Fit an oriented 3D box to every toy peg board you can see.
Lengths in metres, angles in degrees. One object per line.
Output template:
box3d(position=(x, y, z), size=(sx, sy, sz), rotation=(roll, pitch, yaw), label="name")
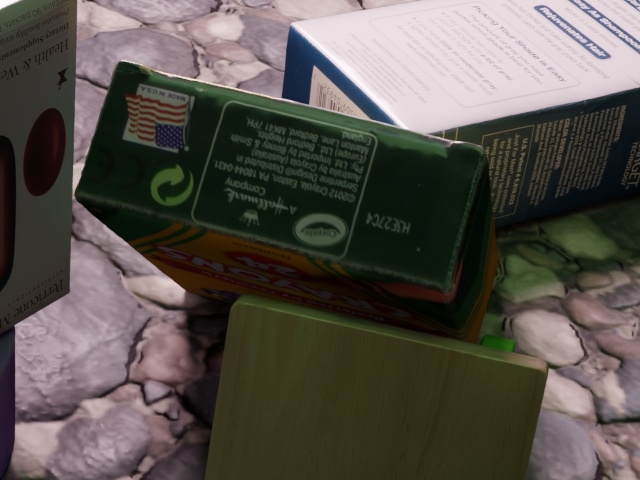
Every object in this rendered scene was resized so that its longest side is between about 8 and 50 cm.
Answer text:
box3d(position=(0.028, 0.111, 0.863), size=(0.160, 0.161, 0.079), rotation=(12, 18, 7), label="toy peg board")

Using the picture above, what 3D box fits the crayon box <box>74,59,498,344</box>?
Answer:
box3d(position=(0.000, 0.000, 0.959), size=(0.202, 0.081, 0.318), rotation=(14, -9, 11), label="crayon box")

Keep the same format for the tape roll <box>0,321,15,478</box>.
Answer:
box3d(position=(-0.264, 0.081, 0.905), size=(0.189, 0.080, 0.189), rotation=(5, 34, -4), label="tape roll")

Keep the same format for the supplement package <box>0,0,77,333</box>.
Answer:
box3d(position=(-0.243, -0.043, 0.839), size=(0.149, 0.203, 0.194), rotation=(29, 41, 26), label="supplement package")

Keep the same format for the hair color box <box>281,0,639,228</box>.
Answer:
box3d(position=(0.161, -0.109, 1.227), size=(0.347, 0.105, 0.174), rotation=(-14, 41, -27), label="hair color box")
